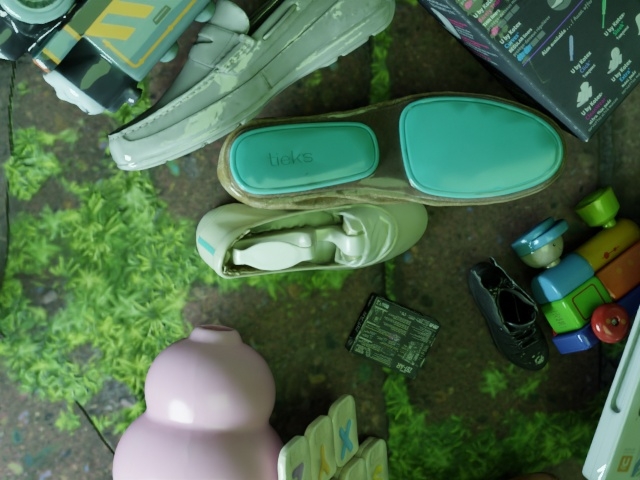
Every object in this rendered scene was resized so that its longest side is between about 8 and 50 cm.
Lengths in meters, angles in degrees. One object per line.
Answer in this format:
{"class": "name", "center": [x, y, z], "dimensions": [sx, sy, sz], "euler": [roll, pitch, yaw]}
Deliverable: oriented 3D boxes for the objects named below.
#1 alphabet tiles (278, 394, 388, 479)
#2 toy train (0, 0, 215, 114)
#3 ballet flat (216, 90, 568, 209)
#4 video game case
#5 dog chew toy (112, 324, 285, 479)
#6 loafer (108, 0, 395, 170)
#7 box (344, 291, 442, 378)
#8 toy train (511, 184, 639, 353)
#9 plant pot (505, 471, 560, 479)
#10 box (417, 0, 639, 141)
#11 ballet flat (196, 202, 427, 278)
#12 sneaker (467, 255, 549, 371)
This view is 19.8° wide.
{"class": "alphabet tiles", "center": [0.010, 0.311, 1.860], "dimensions": [0.021, 0.284, 0.278], "euler": [4, 108, 24]}
{"class": "toy train", "center": [-0.163, -0.273, 1.684], "dimensions": [0.190, 0.142, 0.334], "euler": [40, 92, -18]}
{"class": "ballet flat", "center": [0.067, -0.080, 1.820], "dimensions": [0.342, 0.124, 0.116], "euler": [-7, 86, -5]}
{"class": "video game case", "center": [0.436, 0.122, 1.967], "dimensions": [0.329, 0.036, 0.300], "euler": [7, 105, -45]}
{"class": "dog chew toy", "center": [-0.120, 0.250, 1.826], "dimensions": [0.206, 0.206, 0.332], "euler": [4, 96, -18]}
{"class": "loafer", "center": [-0.078, -0.182, 1.765], "dimensions": [0.319, 0.112, 0.111], "euler": [-36, 106, -11]}
{"class": "box", "center": [0.077, 0.101, 1.933], "dimensions": [0.083, 0.018, 0.067], "euler": [23, 98, -21]}
{"class": "toy train", "center": [0.325, 0.002, 1.949], "dimensions": [0.248, 0.105, 0.143], "euler": [-34, 95, -22]}
{"class": "plant pot", "center": [0.209, 0.379, 1.929], "dimensions": [0.291, 0.291, 0.203], "euler": [-29, 94, -7]}
{"class": "box", "center": [0.191, -0.247, 1.790], "dimensions": [0.270, 0.165, 0.143], "euler": [41, 91, -23]}
{"class": "ballet flat", "center": [0.000, 0.000, 1.848], "dimensions": [0.248, 0.086, 0.086], "euler": [-6, 107, -15]}
{"class": "sneaker", "center": [0.202, 0.082, 1.927], "dimensions": [0.051, 0.089, 0.170], "euler": [-35, 112, -5]}
